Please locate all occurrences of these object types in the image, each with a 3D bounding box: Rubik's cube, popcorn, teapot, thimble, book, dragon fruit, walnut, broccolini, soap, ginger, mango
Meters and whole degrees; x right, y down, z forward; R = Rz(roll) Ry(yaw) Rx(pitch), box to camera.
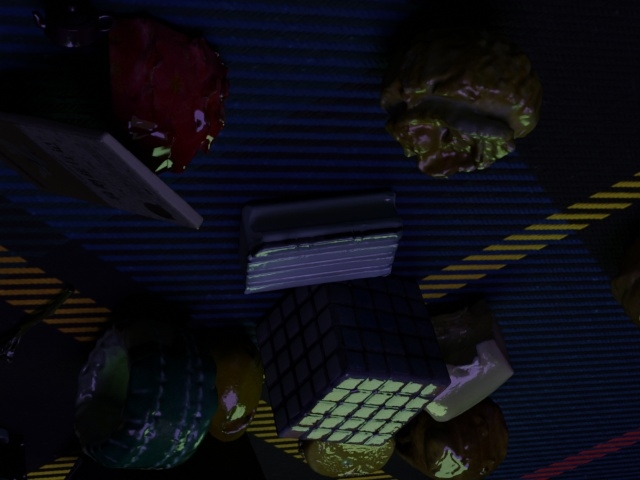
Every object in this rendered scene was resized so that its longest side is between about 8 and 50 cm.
[{"bbox_3d":[0.051,0.205,1.913,0.237,0.236,0.238,12,136,-34],"label":"Rubik's cube"},{"bbox_3d":[0.185,-0.195,1.451,0.204,0.183,0.221,37,152,-31],"label":"popcorn"},{"bbox_3d":[-0.294,-0.266,1.293,0.100,0.067,0.045,-5,141,-19],"label":"teapot"},{"bbox_3d":[-0.305,0.270,1.855,0.167,0.254,0.288,13,138,-32],"label":"thimble"},{"bbox_3d":[-0.322,-0.099,1.387,0.310,0.021,0.217,13,160,34],"label":"book"},{"bbox_3d":[-0.214,-0.159,1.417,0.163,0.189,0.261,20,145,5],"label":"dragon fruit"},{"bbox_3d":[0.632,0.076,1.974,0.213,0.213,0.213,-10,144,-7],"label":"walnut"},{"bbox_3d":[-0.488,0.137,1.809,0.044,0.042,0.218,25,123,-40],"label":"broccolini"},{"bbox_3d":[0.000,0.000,1.744,0.262,0.094,0.150,-7,149,-12],"label":"soap"},{"bbox_3d":[0.284,0.427,2.315,0.201,0.223,0.269,-8,140,-23],"label":"ginger"},{"bbox_3d":[-0.172,0.280,2.010,0.130,0.167,0.262,4,146,-1],"label":"mango"}]

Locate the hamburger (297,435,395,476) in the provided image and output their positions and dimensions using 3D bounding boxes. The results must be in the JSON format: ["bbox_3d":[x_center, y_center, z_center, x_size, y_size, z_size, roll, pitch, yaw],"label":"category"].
[{"bbox_3d":[0.054,0.408,2.287,0.215,0.122,0.189,-10,138,-1],"label":"hamburger"}]

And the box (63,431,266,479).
[{"bbox_3d":[-0.312,0.513,2.177,0.345,0.204,0.251,6,134,-39],"label":"box"}]

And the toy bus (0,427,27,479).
[{"bbox_3d":[-0.712,0.431,2.035,0.167,0.138,0.275,-35,142,29],"label":"toy bus"}]

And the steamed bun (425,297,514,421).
[{"bbox_3d":[0.247,0.218,2.044,0.225,0.200,0.170,-37,163,11],"label":"steamed bun"}]
